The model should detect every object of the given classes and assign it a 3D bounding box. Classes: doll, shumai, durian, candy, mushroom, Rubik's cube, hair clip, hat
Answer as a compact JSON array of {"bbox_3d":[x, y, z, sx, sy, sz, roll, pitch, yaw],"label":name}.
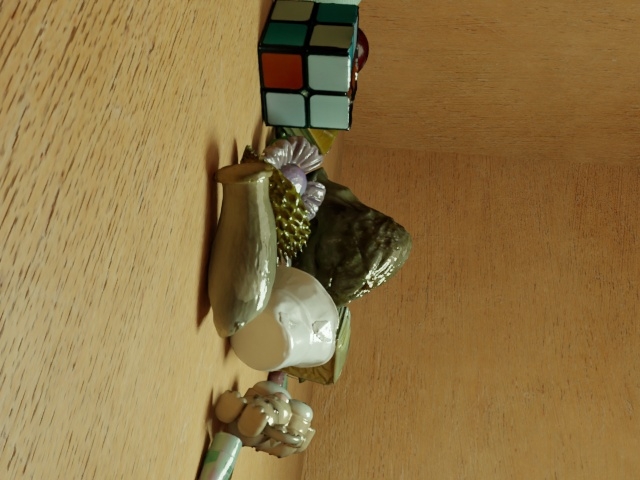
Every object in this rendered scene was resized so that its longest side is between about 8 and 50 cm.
[{"bbox_3d":[-0.093,0.308,1.216,0.119,0.154,0.278,-60,169,-9],"label":"doll"},{"bbox_3d":[-0.001,-0.003,1.467,0.217,0.346,0.283,-25,91,-85],"label":"shumai"},{"bbox_3d":[-0.093,-0.031,1.170,0.252,0.145,0.139,81,-8,-51],"label":"durian"},{"bbox_3d":[-0.109,0.372,1.752,0.103,0.043,0.103,7,90,-84],"label":"candy"},{"bbox_3d":[-0.111,0.010,1.011,0.096,0.108,0.246,16,-78,53],"label":"mushroom"},{"bbox_3d":[-0.016,-0.329,1.334,0.180,0.167,0.183,88,7,-48],"label":"Rubik's cube"},{"bbox_3d":[-0.069,-0.043,1.335,0.173,0.069,0.300,-20,130,-44],"label":"hair clip"},{"bbox_3d":[-0.080,0.150,1.225,0.126,0.203,0.203,-25,123,-59],"label":"hat"}]

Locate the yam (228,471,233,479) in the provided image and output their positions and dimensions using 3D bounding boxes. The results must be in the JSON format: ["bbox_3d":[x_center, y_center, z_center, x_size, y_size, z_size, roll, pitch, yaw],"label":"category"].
[{"bbox_3d":[-0.160,0.382,1.185,0.145,0.032,0.032,-78,172,-63],"label":"yam"}]

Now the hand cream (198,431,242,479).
[{"bbox_3d":[-0.167,0.374,1.062,0.076,0.047,0.174,90,15,-50],"label":"hand cream"}]

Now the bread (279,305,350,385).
[{"bbox_3d":[-0.028,0.219,1.637,0.109,0.192,0.209,-64,160,-44],"label":"bread"}]

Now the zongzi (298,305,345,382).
[{"bbox_3d":[-0.034,0.170,1.756,0.356,0.174,0.392,42,59,-79],"label":"zongzi"}]

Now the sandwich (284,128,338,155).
[{"bbox_3d":[-0.023,-0.267,1.474,0.113,0.079,0.163,-65,151,-14],"label":"sandwich"}]

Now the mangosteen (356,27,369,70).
[{"bbox_3d":[0.033,-0.510,1.862,0.200,0.200,0.199,5,90,-86],"label":"mangosteen"}]

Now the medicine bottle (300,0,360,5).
[{"bbox_3d":[0.020,-0.655,1.491,0.318,0.158,0.158,88,8,-54],"label":"medicine bottle"}]

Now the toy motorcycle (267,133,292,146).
[{"bbox_3d":[-0.078,-0.135,1.426,0.106,0.074,0.190,53,42,-69],"label":"toy motorcycle"}]

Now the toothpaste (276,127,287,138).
[{"bbox_3d":[-0.074,-0.188,1.560,0.078,0.047,0.247,-59,156,-47],"label":"toothpaste"}]
